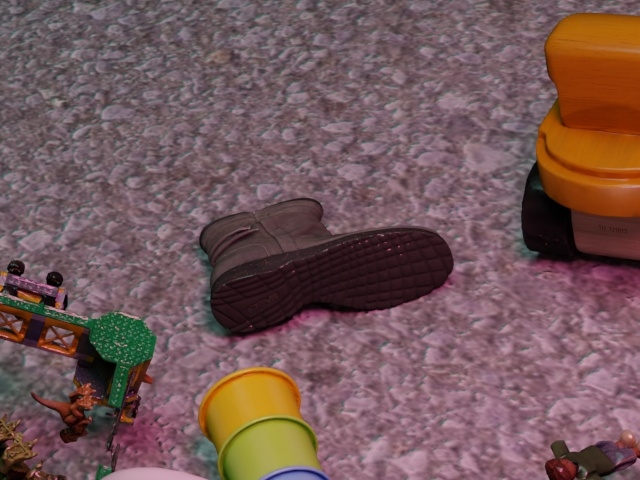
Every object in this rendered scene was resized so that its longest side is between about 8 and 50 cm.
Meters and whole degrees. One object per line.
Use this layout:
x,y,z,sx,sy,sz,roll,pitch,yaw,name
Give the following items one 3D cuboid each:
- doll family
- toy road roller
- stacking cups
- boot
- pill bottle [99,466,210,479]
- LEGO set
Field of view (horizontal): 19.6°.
0.249,0.224,1.458,0.111,0.076,0.193,-14,27,-33,doll family
0.322,-0.136,1.761,0.202,0.241,0.329,9,43,27,toy road roller
-0.024,0.242,1.524,0.096,0.096,0.316,-17,41,-4,stacking cups
0.000,0.000,1.830,0.246,0.083,0.161,-11,31,2,boot
-0.141,0.332,1.353,0.169,0.169,0.301,3,51,21,pill bottle
-0.281,0.202,1.618,0.255,0.192,0.331,11,46,-15,LEGO set
